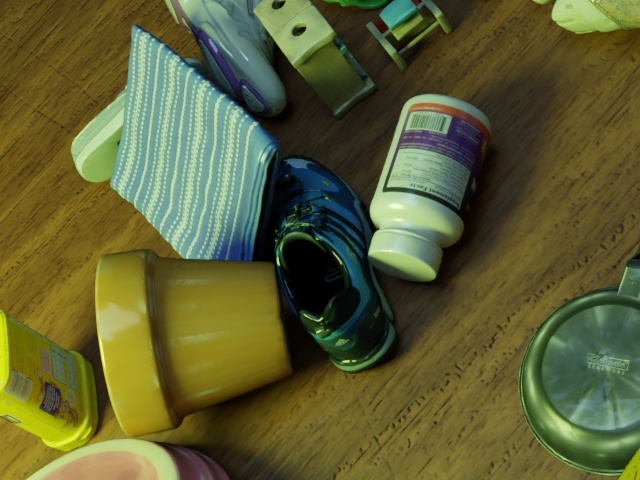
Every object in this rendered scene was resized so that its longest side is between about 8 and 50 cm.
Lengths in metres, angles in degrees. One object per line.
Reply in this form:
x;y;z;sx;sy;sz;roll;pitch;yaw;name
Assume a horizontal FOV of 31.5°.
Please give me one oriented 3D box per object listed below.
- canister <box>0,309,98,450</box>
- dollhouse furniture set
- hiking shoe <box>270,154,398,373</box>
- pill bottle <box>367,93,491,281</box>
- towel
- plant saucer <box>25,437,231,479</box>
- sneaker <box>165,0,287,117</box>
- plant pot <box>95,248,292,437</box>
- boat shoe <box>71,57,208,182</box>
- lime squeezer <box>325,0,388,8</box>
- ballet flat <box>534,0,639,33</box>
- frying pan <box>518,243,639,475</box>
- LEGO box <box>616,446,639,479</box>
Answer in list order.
-0.349;0.168;1.366;0.073;0.170;0.126;-25;53;15;canister
0.040;-0.279;1.431;0.184;0.129;0.129;-38;51;6;dollhouse furniture set
0.000;0.000;1.291;0.113;0.132;0.304;-32;52;10;hiking shoe
0.118;-0.057;1.273;0.108;0.108;0.193;6;67;32;pill bottle
-0.166;-0.090;1.402;0.336;0.040;0.243;42;131;39;towel
-0.245;0.324;1.188;0.332;0.084;0.332;-20;28;11;plant saucer
-0.104;-0.297;1.533;0.152;0.114;0.305;-27;60;-9;sneaker
-0.133;0.102;1.258;0.188;0.205;0.205;-9;57;0;plant pot
-0.258;-0.180;1.574;0.227;0.079;0.081;-42;49;1;boat shoe
0.061;-0.350;1.522;0.310;0.058;0.110;25;45;38;lime squeezer
0.303;-0.309;1.335;0.106;0.108;0.316;-51;43;21;ballet flat
0.327;0.081;1.120;0.197;0.053;0.326;37;87;38;frying pan
0.436;0.201;0.778;0.372;0.193;0.500;38;83;-1;LEGO box
